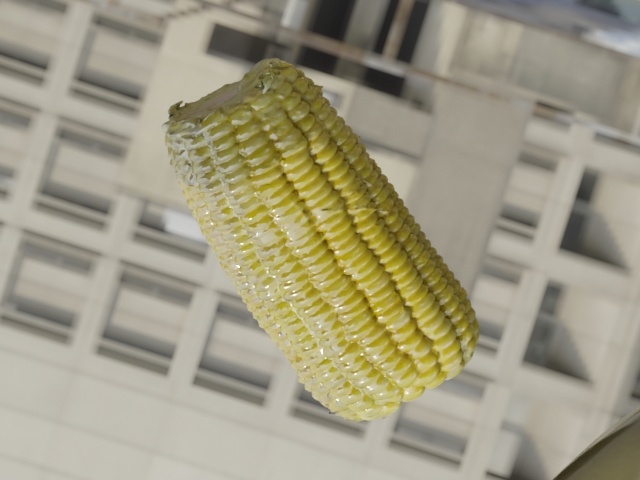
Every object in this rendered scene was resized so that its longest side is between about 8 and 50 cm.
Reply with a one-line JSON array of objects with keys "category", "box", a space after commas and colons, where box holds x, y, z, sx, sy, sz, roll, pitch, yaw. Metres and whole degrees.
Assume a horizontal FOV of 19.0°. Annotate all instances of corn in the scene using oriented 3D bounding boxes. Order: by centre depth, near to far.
[{"category": "corn", "box": [0.000, 0.000, 0.833, 0.165, 0.085, 0.063, 59, -158, -18]}]

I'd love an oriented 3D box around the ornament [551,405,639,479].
[{"category": "ornament", "box": [0.119, 0.030, 0.388, 0.061, 0.230, 0.245, 36, 170, -15]}]
